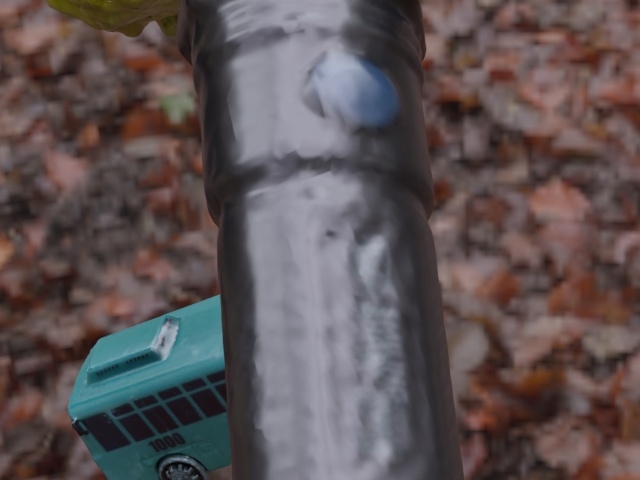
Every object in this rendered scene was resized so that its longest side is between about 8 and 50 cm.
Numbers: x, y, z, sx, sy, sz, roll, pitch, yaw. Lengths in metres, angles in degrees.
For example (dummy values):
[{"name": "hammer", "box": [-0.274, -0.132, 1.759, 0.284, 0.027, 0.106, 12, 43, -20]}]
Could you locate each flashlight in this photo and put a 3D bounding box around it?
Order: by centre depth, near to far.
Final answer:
[{"name": "flashlight", "box": [0.000, 0.000, 0.687, 0.103, 0.103, 0.424, -5, 60, -1]}]

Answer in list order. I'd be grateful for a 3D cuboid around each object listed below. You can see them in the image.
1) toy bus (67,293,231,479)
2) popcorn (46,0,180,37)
[{"name": "toy bus", "box": [-0.064, 0.082, 1.085, 0.160, 0.092, 0.079, -20, 29, 27]}, {"name": "popcorn", "box": [-0.105, -0.236, 1.192, 0.217, 0.235, 0.181, -43, 17, 5]}]
